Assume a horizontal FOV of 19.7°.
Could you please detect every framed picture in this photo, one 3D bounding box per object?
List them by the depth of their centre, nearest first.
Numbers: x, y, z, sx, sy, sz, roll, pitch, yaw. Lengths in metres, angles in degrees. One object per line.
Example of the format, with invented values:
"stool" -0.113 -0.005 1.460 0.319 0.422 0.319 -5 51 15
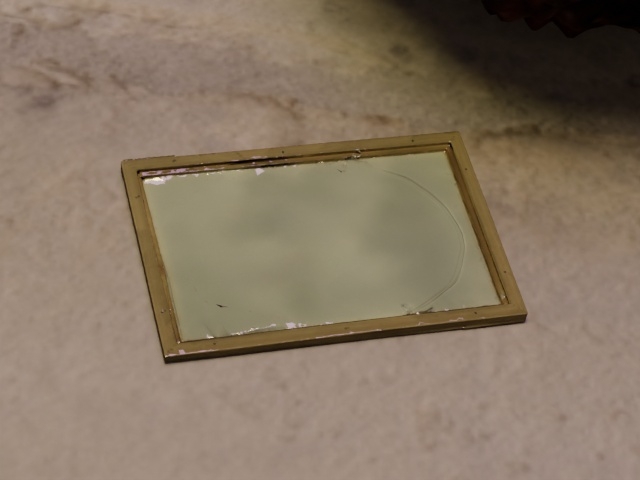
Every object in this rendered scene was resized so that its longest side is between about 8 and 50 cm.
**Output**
"framed picture" 0.000 0.000 1.016 0.201 0.010 0.136 -6 53 -15

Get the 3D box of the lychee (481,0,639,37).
"lychee" 0.175 -0.336 1.069 0.425 0.424 0.500 9 34 -3
